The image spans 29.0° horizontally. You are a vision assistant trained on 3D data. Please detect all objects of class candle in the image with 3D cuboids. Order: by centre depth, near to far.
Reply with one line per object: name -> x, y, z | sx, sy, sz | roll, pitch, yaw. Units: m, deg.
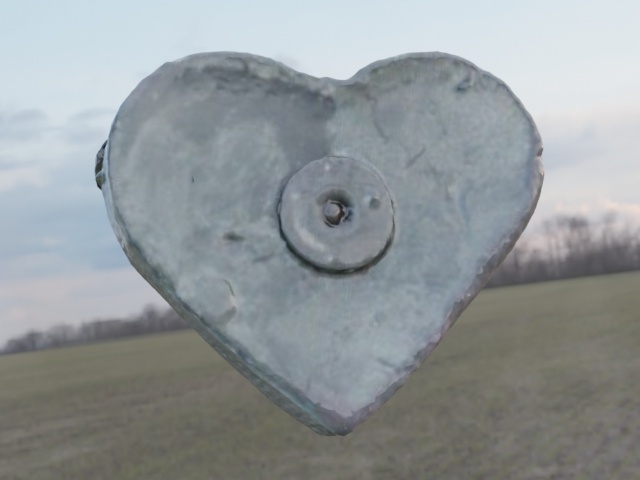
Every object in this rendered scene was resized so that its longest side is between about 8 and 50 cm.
candle -> 0.000, 0.000, 0.536 | 0.192, 0.168, 0.068 | -3, -9, -8
